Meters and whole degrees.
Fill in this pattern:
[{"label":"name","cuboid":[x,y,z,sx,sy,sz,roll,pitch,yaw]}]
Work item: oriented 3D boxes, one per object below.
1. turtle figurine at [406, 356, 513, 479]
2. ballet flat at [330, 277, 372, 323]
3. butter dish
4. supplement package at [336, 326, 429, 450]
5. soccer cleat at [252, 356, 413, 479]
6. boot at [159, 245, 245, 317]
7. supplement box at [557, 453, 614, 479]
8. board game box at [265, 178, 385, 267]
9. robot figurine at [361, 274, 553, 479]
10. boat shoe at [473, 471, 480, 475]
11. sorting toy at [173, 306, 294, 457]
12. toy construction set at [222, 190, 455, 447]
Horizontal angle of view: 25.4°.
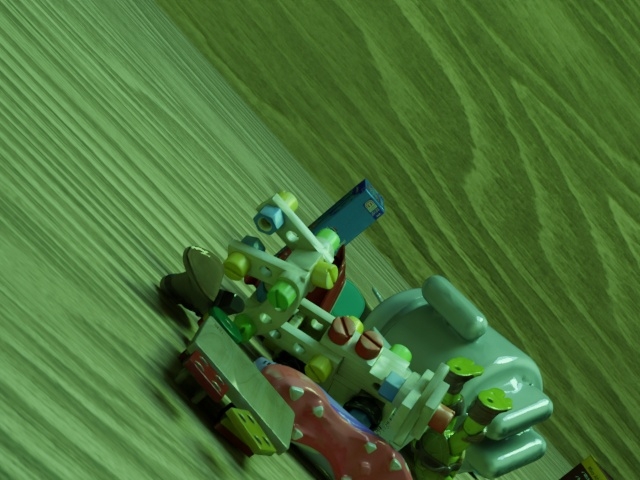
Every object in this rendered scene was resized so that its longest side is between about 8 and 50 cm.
[{"label":"turtle figurine","cuboid":[0.159,0.264,1.864,0.087,0.217,0.269,8,27,-25]},{"label":"ballet flat","cuboid":[0.049,0.130,2.366,0.073,0.080,0.232,14,-28,50]},{"label":"butter dish","cuboid":[-0.042,0.064,1.819,0.118,0.160,0.160,27,8,-4]},{"label":"supplement package","cuboid":[0.067,0.203,1.836,0.105,0.105,0.179,49,7,-11]},{"label":"soccer cleat","cuboid":[0.014,0.215,1.538,0.248,0.083,0.095,44,4,-29]},{"label":"boot","cuboid":[-0.135,0.045,1.492,0.087,0.042,0.118,3,-39,40]},{"label":"supplement box","cuboid":[0.429,0.490,2.273,0.129,0.194,0.191,45,8,-39]},{"label":"board game box","cuboid":[0.000,0.000,2.062,0.047,0.210,0.160,49,6,-5]},{"label":"robot figurine","cuboid":[0.183,0.199,2.078,0.353,0.200,0.300,39,-48,44]},{"label":"boat shoe","cuboid":[0.229,0.299,2.463,0.258,0.089,0.109,49,7,-14]},{"label":"sorting toy","cuboid":[-0.086,0.148,1.351,0.132,0.046,0.274,50,6,-5]},{"label":"toy construction set","cuboid":[0.028,0.112,1.624,0.328,0.151,0.215,43,-41,19]}]
